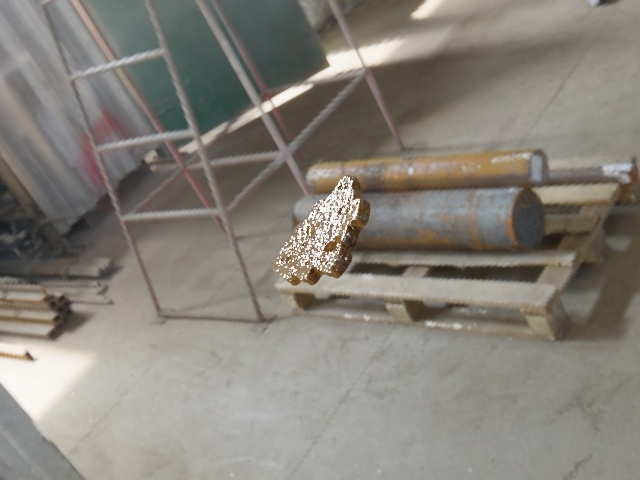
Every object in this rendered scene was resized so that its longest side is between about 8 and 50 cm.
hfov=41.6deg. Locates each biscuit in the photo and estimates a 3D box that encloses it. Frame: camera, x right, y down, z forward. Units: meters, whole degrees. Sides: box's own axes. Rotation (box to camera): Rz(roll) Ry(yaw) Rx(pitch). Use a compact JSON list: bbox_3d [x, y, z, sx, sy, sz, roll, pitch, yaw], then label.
[{"bbox_3d":[0.000,0.000,0.783,0.130,0.019,0.119,-31,35,41],"label":"biscuit"}]
